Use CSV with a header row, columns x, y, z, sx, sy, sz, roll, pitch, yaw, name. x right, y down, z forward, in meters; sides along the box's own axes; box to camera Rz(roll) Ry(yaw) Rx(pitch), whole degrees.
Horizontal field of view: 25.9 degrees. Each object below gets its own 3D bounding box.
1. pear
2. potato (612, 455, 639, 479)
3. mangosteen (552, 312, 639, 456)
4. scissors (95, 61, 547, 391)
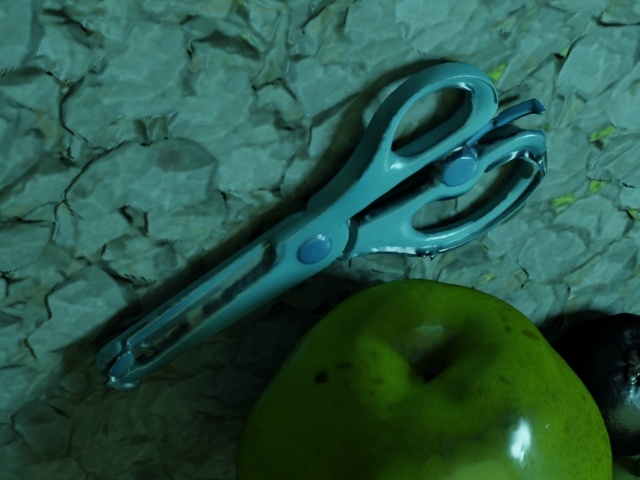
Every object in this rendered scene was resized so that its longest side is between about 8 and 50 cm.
x,y,z,sx,sy,sz,roll,pitch,yaw,name
0.079,0.177,1.089,0.294,0.294,0.294,-14,134,-16,pear
0.231,0.311,1.320,0.359,0.219,0.270,-15,145,-13,potato
0.262,0.134,1.260,0.137,0.137,0.151,-16,168,-14,mangosteen
0.000,0.000,1.058,0.393,0.032,0.180,-32,136,1,scissors
